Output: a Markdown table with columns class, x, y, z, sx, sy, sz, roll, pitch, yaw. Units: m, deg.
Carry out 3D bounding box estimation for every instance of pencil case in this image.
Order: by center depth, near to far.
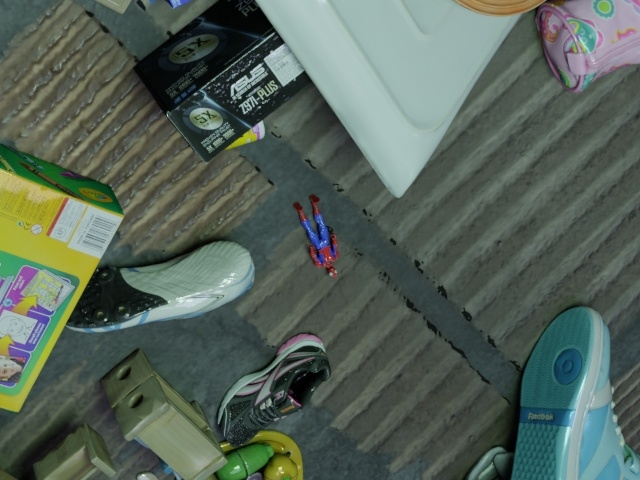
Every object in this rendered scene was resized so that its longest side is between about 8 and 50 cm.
| class | x | y | z | sx | sy | sz | roll | pitch | yaw |
| --- | --- | --- | --- | --- | --- | --- | --- | --- | --- |
| pencil case | 0.406 | -0.280 | 1.676 | 0.284 | 0.124 | 0.124 | -22 | 123 | -10 |

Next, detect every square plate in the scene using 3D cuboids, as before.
| class | x | y | z | sx | sy | sz | roll | pitch | yaw |
| --- | --- | --- | --- | --- | --- | --- | --- | --- | --- |
| square plate | 0.096 | -0.283 | 1.487 | 0.344 | 0.049 | 0.347 | -56 | 129 | -25 |

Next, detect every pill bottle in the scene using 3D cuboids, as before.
| class | x | y | z | sx | sy | sz | roll | pitch | yaw |
| --- | --- | --- | --- | --- | --- | --- | --- | --- | --- |
| pill bottle | -0.109 | -0.126 | 1.583 | 0.083 | 0.043 | 0.043 | -19 | 122 | -13 |

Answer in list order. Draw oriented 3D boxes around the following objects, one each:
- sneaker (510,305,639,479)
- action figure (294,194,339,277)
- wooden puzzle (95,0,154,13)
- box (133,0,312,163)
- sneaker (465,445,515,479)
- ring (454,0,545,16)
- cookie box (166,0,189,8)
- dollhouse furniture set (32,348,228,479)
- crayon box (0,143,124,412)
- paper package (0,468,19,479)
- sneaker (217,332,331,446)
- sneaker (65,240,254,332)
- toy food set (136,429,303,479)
| class | x | y | z | sx | sy | sz | roll | pitch | yaw |
| --- | --- | --- | --- | --- | --- | --- | --- | --- | --- |
| sneaker | 0.383 | 0.261 | 1.922 | 0.208 | 0.127 | 0.318 | 16 | 86 | -32 |
| action figure | 0.000 | 0.000 | 1.707 | 0.038 | 0.030 | 0.115 | -29 | 126 | -12 |
| wooden puzzle | -0.224 | -0.279 | 1.452 | 0.116 | 0.014 | 0.078 | 32 | 127 | -24 |
| box | -0.094 | -0.190 | 1.493 | 0.180 | 0.147 | 0.077 | -37 | 124 | 0 |
| sneaker | 0.313 | 0.364 | 1.989 | 0.269 | 0.101 | 0.153 | -17 | 121 | -15 |
| ring | 0.194 | -0.412 | 1.495 | 0.337 | 0.032 | 0.336 | -11 | 107 | -40 |
| cookie box | -0.131 | -0.313 | 1.475 | 0.107 | 0.040 | 0.091 | -28 | 123 | -8 |
| dollhouse furniture set | -0.237 | 0.254 | 1.680 | 0.184 | 0.129 | 0.129 | -39 | 124 | 2 |
| crayon box | -0.359 | 0.043 | 1.544 | 0.165 | 0.081 | 0.278 | 22 | 106 | -31 |
| paper package | -0.409 | 0.370 | 1.506 | 0.309 | 0.325 | 0.168 | 33 | 98 | -7 |
| sneaker | -0.058 | 0.198 | 1.758 | 0.072 | 0.077 | 0.178 | 36 | 99 | -32 |
| sneaker | -0.191 | 0.066 | 1.632 | 0.237 | 0.085 | 0.086 | -15 | 147 | -8 |
| toy food set | -0.117 | 0.333 | 1.808 | 0.218 | 0.071 | 0.128 | -18 | 122 | -13 |
